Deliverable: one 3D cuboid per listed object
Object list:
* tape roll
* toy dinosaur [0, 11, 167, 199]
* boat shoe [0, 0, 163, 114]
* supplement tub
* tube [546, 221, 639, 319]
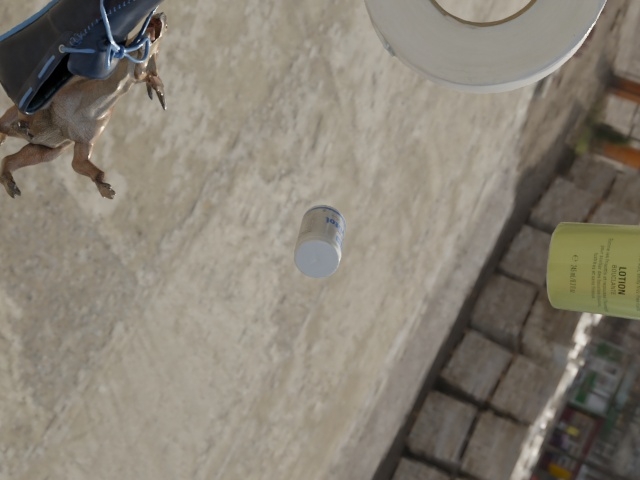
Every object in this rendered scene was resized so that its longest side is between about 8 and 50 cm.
[{"bbox_3d":[0.187,-0.313,1.143,0.100,0.286,0.286,-20,132,-80],"label":"tape roll"},{"bbox_3d":[-0.294,-0.160,1.185,0.127,0.295,0.200,58,44,-38],"label":"toy dinosaur"},{"bbox_3d":[-0.225,-0.201,1.001,0.109,0.258,0.089,-20,90,-48],"label":"boat shoe"},{"bbox_3d":[0.000,0.000,1.495,0.107,0.071,0.071,-80,-179,-57],"label":"supplement tub"},{"bbox_3d":[0.269,0.025,0.637,0.062,0.240,0.070,-66,148,-31],"label":"tube"}]
